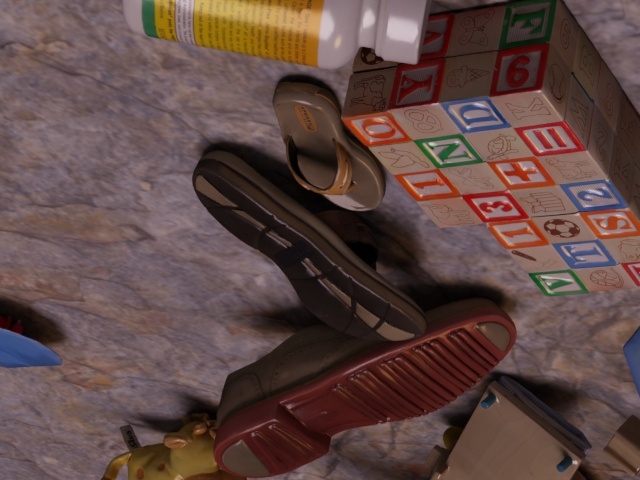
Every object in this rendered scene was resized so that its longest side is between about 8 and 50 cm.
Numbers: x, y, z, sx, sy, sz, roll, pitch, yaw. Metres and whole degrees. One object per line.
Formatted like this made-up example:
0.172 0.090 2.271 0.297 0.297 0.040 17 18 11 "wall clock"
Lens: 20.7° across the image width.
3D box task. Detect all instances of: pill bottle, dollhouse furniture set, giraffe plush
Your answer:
-0.026 -0.185 1.233 0.208 0.117 0.117 10 152 4 "pill bottle"
0.301 0.221 1.915 0.303 0.198 0.286 38 134 19 "dollhouse furniture set"
-0.149 0.287 2.165 0.210 0.181 0.170 52 135 1 "giraffe plush"

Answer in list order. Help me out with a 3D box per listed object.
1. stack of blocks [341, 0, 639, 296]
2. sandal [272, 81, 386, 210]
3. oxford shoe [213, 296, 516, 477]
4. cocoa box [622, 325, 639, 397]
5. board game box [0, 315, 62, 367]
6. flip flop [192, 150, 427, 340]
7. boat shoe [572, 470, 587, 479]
0.167 -0.064 1.408 0.171 0.087 0.297 -6 147 32 "stack of blocks"
0.002 -0.071 1.508 0.072 0.049 0.180 1 150 22 "sandal"
0.033 0.120 1.789 0.348 0.130 0.123 -24 136 19 "oxford shoe"
0.425 0.179 1.412 0.228 0.347 0.231 -10 156 -13 "cocoa box"
-0.376 0.108 2.030 0.169 0.033 0.133 -6 152 41 "board game box"
0.000 0.000 1.626 0.277 0.080 0.112 41 149 -17 "flip flop"
0.218 0.341 2.136 0.285 0.103 0.092 -18 135 36 "boat shoe"
